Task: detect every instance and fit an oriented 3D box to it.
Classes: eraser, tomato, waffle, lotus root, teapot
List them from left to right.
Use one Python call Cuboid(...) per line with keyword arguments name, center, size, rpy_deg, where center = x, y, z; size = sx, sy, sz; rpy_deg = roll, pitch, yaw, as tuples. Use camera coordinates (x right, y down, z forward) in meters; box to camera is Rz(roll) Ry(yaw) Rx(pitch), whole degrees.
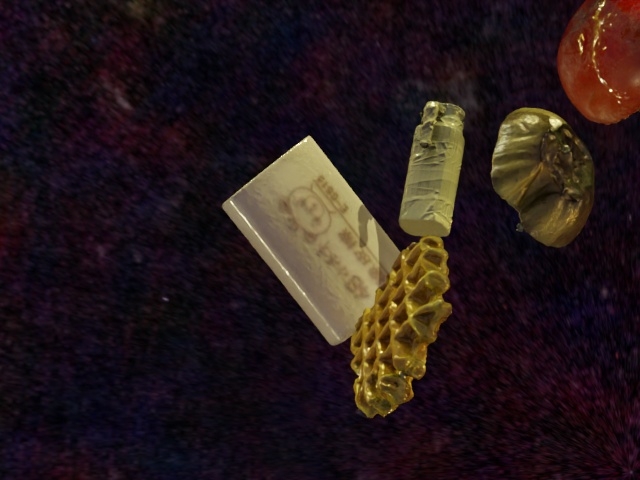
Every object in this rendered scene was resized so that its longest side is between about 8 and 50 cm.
Cuboid(name="eraser", center=(0.000, 0.000, 1.903), size=(0.174, 0.095, 0.270), rpy_deg=(-40, 95, -27))
Cuboid(name="waffle", center=(0.107, 0.116, 1.667), size=(0.057, 0.219, 0.229), rpy_deg=(22, 123, -12))
Cuboid(name="teapot", center=(0.166, -0.115, 1.935), size=(0.077, 0.107, 0.200), rpy_deg=(2, 68, 25))
Cuboid(name="lotus root", center=(0.329, -0.097, 1.799), size=(0.078, 0.183, 0.203), rpy_deg=(-26, 46, 48))
Cuboid(name="tomato", center=(0.256, -0.178, 1.104), size=(0.069, 0.155, 0.155), rpy_deg=(30, 88, -16))
